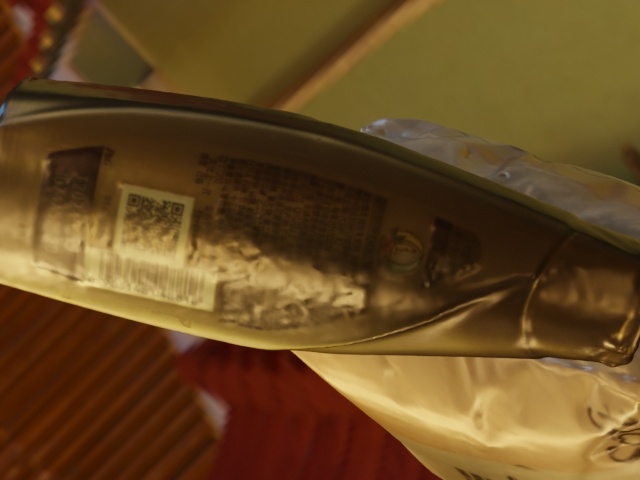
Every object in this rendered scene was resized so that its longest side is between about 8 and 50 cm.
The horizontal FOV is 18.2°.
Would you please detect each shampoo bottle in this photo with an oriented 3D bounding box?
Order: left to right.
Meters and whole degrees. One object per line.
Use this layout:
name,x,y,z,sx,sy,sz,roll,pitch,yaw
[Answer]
shampoo bottle,0.000,0.000,1.047,0.350,0.125,0.084,10,-161,4

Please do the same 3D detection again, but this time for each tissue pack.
tissue pack,0.173,0.094,1.290,0.390,0.195,0.375,16,156,42
